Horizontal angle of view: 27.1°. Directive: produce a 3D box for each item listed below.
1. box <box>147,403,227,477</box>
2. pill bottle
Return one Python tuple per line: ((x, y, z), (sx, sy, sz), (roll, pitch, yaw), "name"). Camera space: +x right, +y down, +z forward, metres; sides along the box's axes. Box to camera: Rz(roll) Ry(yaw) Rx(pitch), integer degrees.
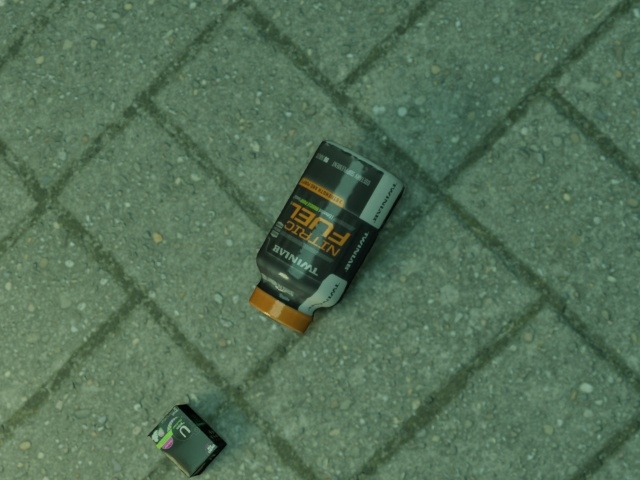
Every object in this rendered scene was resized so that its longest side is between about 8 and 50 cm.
((-0.182, 0.274, 1.814), (0.083, 0.052, 0.062), (43, 94, 11), "box")
((0.000, 0.000, 1.771), (0.130, 0.130, 0.245), (29, 90, 12), "pill bottle")
